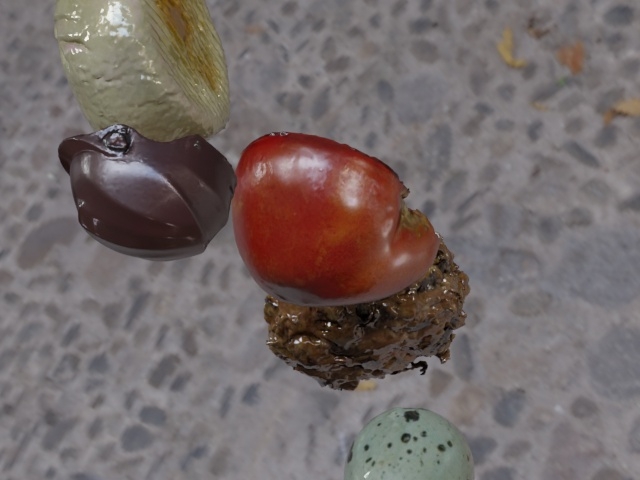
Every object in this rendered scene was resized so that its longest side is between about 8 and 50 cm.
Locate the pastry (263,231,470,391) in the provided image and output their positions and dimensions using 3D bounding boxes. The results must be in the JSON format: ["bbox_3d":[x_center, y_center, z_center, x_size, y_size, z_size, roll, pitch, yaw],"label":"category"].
[{"bbox_3d":[0.050,0.062,1.728,0.275,0.275,0.193,-28,57,16],"label":"pastry"}]

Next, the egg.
[{"bbox_3d":[0.084,0.231,1.394,0.131,0.164,0.131,3,104,10],"label":"egg"}]

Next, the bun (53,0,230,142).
[{"bbox_3d":[-0.197,-0.195,1.539,0.153,0.244,0.244,-15,58,23],"label":"bun"}]

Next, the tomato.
[{"bbox_3d":[0.000,0.000,1.444,0.200,0.233,0.140,7,63,40],"label":"tomato"}]

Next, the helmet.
[{"bbox_3d":[-0.118,-0.025,0.959,0.123,0.098,0.070,1,62,3],"label":"helmet"}]
